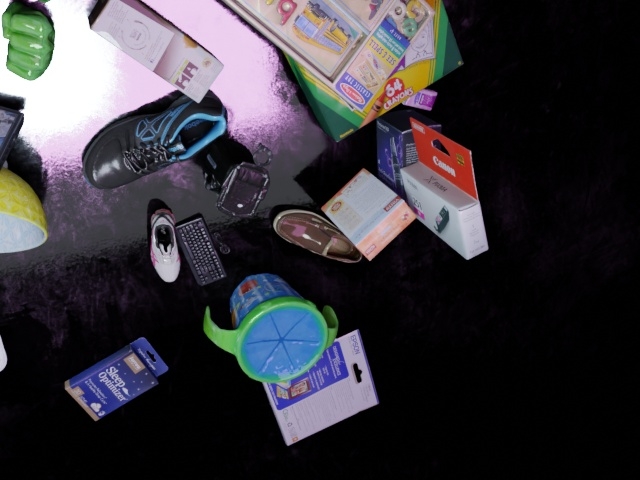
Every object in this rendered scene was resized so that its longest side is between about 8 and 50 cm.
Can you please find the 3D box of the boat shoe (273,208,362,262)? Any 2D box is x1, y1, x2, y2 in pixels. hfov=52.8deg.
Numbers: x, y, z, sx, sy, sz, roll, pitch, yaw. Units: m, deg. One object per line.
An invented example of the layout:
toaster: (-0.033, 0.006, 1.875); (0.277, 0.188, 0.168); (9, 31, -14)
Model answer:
boat shoe: (0.004, -0.007, 1.659); (0.257, 0.095, 0.095); (17, 107, -29)

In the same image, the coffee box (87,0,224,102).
coffee box: (-0.331, -0.399, 1.296); (0.246, 0.141, 0.098); (32, 100, -32)

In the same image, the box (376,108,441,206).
box: (0.219, -0.206, 1.617); (0.108, 0.153, 0.207); (-13, 118, -16)

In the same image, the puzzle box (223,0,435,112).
puzzle box: (0.014, -0.492, 1.329); (0.409, 0.052, 0.272); (33, 99, -28)

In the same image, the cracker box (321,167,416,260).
cracker box: (0.114, -0.069, 1.593); (0.155, 0.232, 0.067); (-43, 123, 2)

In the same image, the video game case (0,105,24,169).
video game case: (-0.712, -0.186, 1.156); (0.274, 0.248, 0.035); (14, 134, -16)

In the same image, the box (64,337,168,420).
box: (-0.519, 0.356, 1.659); (0.225, 0.036, 0.136); (-31, 123, -7)

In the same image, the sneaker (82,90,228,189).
sneaker: (-0.355, -0.210, 1.381); (0.340, 0.140, 0.125); (-32, 125, -4)

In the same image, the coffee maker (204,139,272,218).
coffee maker: (-0.181, -0.158, 1.456); (0.171, 0.178, 0.120); (-44, 125, 5)

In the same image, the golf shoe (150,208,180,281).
golf shoe: (-0.370, 0.024, 1.521); (0.067, 0.086, 0.186); (-6, 118, -8)

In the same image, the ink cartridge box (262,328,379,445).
ink cartridge box: (-0.004, 0.421, 1.891); (0.307, 0.072, 0.304); (-23, 121, -13)

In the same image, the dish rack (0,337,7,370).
dish rack: (-0.846, 0.176, 1.364); (0.285, 0.072, 0.333); (-3, 118, -3)

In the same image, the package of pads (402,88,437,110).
package of pads: (0.248, -0.359, 1.623); (0.083, 0.032, 0.050); (7, 115, -25)

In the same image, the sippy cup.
sippy cup: (-0.126, 0.201, 1.633); (0.240, 0.224, 0.305); (-46, 123, 5)

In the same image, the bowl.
bowl: (-0.688, -0.089, 1.274); (0.289, 0.289, 0.156); (7, 69, -26)

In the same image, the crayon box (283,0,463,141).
crayon box: (0.109, -0.457, 1.471); (0.363, 0.106, 0.313); (-33, 123, -5)

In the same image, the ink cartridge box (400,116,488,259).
ink cartridge box: (0.258, -0.120, 1.421); (0.060, 0.275, 0.239); (-25, 121, -9)

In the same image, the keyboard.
keyboard: (-0.282, 0.024, 1.599); (0.108, 0.023, 0.180); (-24, 123, -10)

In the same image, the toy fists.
toy fists: (-0.531, -0.438, 1.191); (0.096, 0.142, 0.279); (8, 111, -26)
